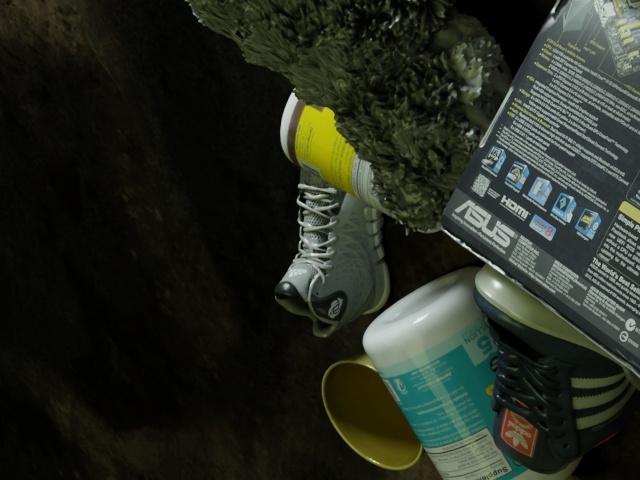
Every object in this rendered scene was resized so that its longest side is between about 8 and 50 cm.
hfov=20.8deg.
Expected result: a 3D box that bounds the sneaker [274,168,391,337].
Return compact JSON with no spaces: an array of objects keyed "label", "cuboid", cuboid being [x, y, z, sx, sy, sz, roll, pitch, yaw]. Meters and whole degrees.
[{"label":"sneaker","cuboid":[0.000,0.000,1.768,0.086,0.132,0.228,11,126,41]}]

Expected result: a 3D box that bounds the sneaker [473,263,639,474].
[{"label":"sneaker","cuboid":[0.195,0.123,1.501,0.131,0.148,0.350,37,-178,30]}]

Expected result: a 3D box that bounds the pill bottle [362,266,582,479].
[{"label":"pill bottle","cuboid":[0.165,0.169,1.717,0.146,0.146,0.264,-22,102,52]}]

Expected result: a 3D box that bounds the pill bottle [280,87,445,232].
[{"label":"pill bottle","cuboid":[0.075,-0.084,1.637,0.215,0.117,0.117,29,136,28]}]

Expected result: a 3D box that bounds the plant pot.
[{"label":"plant pot","cuboid":[0.083,0.161,1.837,0.134,0.095,0.134,27,135,31]}]

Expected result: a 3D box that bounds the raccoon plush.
[{"label":"raccoon plush","cuboid":[-0.037,-0.150,1.459,0.216,0.446,0.299,131,129,-70]}]

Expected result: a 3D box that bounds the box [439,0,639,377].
[{"label":"box","cuboid":[0.295,-0.051,1.242,0.395,0.097,0.318,39,109,45]}]
